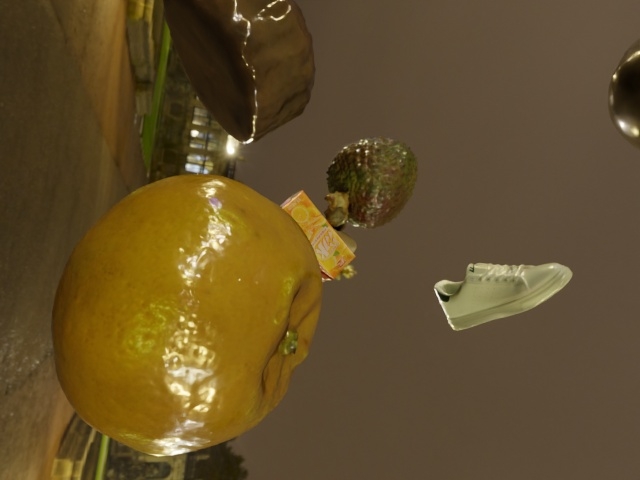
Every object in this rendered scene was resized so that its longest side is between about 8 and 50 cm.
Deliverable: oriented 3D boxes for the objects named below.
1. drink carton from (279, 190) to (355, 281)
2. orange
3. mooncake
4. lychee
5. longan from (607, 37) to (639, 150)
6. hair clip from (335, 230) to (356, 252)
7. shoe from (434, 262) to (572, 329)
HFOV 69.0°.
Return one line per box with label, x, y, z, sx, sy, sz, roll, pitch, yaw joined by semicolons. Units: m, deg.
drink carton;-0.021;-0.009;1.188;0.096;0.223;0.071;-45;-168;-25
orange;-0.123;0.071;0.476;0.279;0.235;0.279;18;90;-83
mooncake;-0.153;-0.370;0.934;0.324;0.187;0.324;43;-24;25
lychee;0.143;-0.165;1.359;0.270;0.319;0.270;162;-90;-86
longan;0.579;-0.242;0.735;0.215;0.246;0.246;-46;-143;36
hair clip;0.000;-0.003;1.364;0.071;0.218;0.159;113;-22;-45
shoe;0.332;0.087;0.894;0.265;0.095;0.110;-38;-96;42
